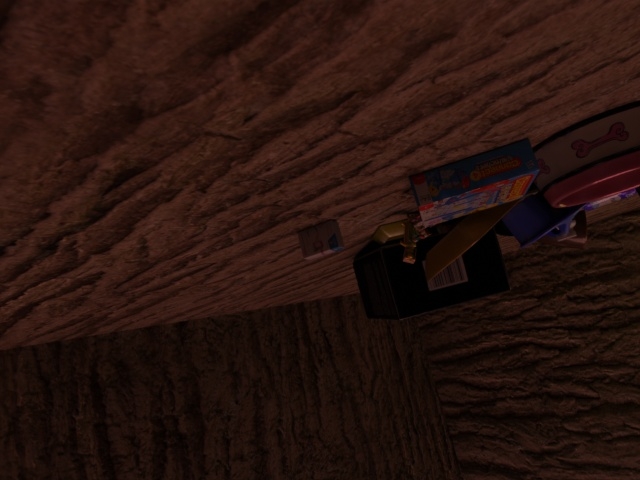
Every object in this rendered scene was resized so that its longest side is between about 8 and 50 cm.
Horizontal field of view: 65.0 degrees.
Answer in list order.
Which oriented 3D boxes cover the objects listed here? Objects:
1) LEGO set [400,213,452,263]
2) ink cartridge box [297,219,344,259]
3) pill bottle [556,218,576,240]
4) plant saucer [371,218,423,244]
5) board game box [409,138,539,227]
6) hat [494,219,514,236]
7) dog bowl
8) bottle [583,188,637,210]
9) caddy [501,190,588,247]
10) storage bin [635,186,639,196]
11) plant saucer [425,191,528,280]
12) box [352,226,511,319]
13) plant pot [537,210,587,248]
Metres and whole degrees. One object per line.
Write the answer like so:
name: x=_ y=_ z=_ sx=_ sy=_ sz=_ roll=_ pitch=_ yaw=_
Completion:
LEGO set: x=0.347 y=-0.043 z=1.652 sx=0.107 sy=0.132 sz=0.287 roll=-34 pitch=180 yaw=44
ink cartridge box: x=0.000 y=0.000 z=1.530 sx=0.123 sy=0.088 sz=0.052 roll=-20 pitch=167 yaw=23
pill bottle: x=0.968 y=-0.095 z=2.035 sx=0.103 sy=0.184 sz=0.103 roll=-15 pitch=168 yaw=-3
plant saucer: x=0.295 y=-0.031 z=1.851 sx=0.189 sy=0.045 sz=0.188 roll=-13 pitch=168 yaw=-6
board game box: x=0.411 y=-0.143 z=1.379 sx=0.302 sy=0.086 sz=0.308 roll=-17 pitch=168 yaw=12
hat: x=0.748 y=-0.132 z=1.982 sx=0.173 sy=0.183 sz=0.208 roll=-7 pitch=-147 yaw=13
dog bowl: x=0.766 y=-0.213 z=1.339 sx=0.408 sy=0.150 sz=0.408 roll=-15 pitch=168 yaw=-3
bottle: x=1.188 y=-0.207 z=2.007 sx=0.283 sy=0.092 sz=0.118 roll=-23 pitch=162 yaw=34
caddy: x=0.771 y=-0.082 z=1.710 sx=0.241 sy=0.179 sz=0.341 roll=-38 pitch=168 yaw=4
storage bin: x=1.133 y=-0.182 z=1.651 sx=0.135 sy=0.098 sz=0.091 roll=-13 pitch=157 yaw=-10
plant saucer: x=0.505 y=-0.035 z=1.713 sx=0.333 sy=0.081 sz=0.333 roll=-38 pitch=169 yaw=-29
box: x=0.440 y=0.139 z=2.117 sx=0.480 sy=0.297 sz=0.472 roll=-13 pitch=176 yaw=-11
plant pot: x=1.113 y=-0.062 z=2.383 sx=0.231 sy=0.215 sz=0.215 roll=-3 pitch=171 yaw=15
